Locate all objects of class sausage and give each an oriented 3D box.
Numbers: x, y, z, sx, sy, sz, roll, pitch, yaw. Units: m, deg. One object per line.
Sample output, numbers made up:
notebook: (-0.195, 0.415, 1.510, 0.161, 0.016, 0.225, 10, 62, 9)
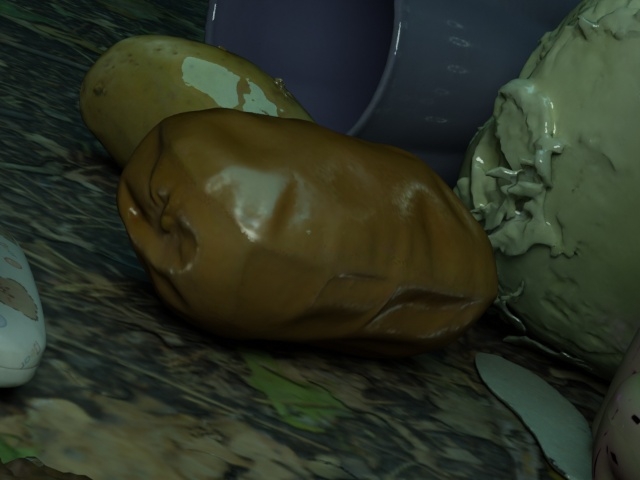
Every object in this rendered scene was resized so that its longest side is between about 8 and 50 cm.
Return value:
sausage: (0.000, 0.000, 0.891, 0.241, 0.120, 0.136, 9, 33, -48)

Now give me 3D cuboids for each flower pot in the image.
flower pot: (0.070, -0.141, 1.265, 0.243, 0.265, 0.265, 10, 17, -37)

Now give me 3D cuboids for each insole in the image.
insole: (0.134, 0.105, 0.951, 0.065, 0.004, 0.197, 19, 13, -17)

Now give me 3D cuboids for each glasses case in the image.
glasses case: (-0.158, 0.019, 0.712, 0.063, 0.041, 0.164, 17, 13, -22)

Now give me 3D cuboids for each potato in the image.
potato: (-0.074, -0.074, 1.101, 0.178, 0.109, 0.118, 30, -9, 7)

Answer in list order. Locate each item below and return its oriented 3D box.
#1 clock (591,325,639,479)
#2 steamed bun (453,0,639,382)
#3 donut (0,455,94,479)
clock: (0.269, 0.143, 0.793, 0.284, 0.114, 0.309, 27, 16, 7)
steamed bun: (0.243, -0.018, 1.039, 0.312, 0.233, 0.334, 34, -25, 7)
donut: (-0.073, 0.125, 0.291, 0.270, 0.103, 0.269, 19, 13, -5)
